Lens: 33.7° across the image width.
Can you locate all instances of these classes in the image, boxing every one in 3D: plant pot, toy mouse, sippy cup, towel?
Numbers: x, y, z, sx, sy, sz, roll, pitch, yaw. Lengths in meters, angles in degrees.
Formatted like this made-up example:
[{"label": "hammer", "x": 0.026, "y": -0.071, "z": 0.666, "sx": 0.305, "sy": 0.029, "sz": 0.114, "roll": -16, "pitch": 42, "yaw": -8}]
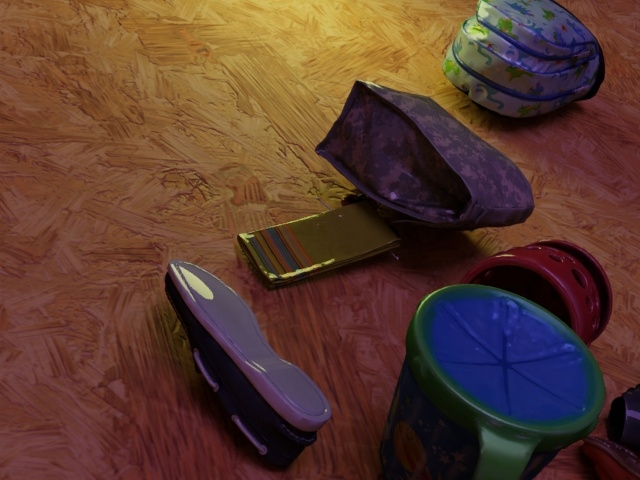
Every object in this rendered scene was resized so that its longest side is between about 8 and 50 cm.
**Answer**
[{"label": "plant pot", "x": 0.305, "y": 0.094, "z": 1.497, "sx": 0.191, "sy": 0.191, "sz": 0.174, "roll": 37, "pitch": 30, "yaw": 19}, {"label": "toy mouse", "x": 0.055, "y": -0.031, "z": 1.652, "sx": 0.143, "sy": 0.031, "sz": 0.161, "roll": 19, "pitch": 37, "yaw": -6}, {"label": "sippy cup", "x": 0.179, "y": 0.209, "z": 1.242, "sx": 0.240, "sy": 0.224, "sz": 0.305, "roll": 40, "pitch": 39, "yaw": 25}, {"label": "towel", "x": 0.000, "y": 0.000, "z": 1.556, "sx": 0.237, "sy": 0.021, "sz": 0.102, "roll": -17, "pitch": 57, "yaw": -31}]

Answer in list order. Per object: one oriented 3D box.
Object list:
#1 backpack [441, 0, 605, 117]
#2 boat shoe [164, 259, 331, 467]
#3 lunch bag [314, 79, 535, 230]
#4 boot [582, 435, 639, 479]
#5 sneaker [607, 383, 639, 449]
[{"label": "backpack", "x": 0.401, "y": -0.378, "z": 2.136, "sx": 0.355, "sy": 0.273, "sz": 0.290, "roll": -32, "pitch": 67, "yaw": -35}, {"label": "boat shoe", "x": -0.112, "y": 0.143, "z": 1.285, "sx": 0.114, "sy": 0.091, "sz": 0.302, "roll": 11, "pitch": 30, "yaw": -49}, {"label": "lunch bag", "x": 0.178, "y": -0.106, "z": 1.664, "sx": 0.287, "sy": 0.169, "sz": 0.235, "roll": 41, "pitch": 22, "yaw": 27}, {"label": "boot", "x": 0.377, "y": 0.307, "z": 1.365, "sx": 0.059, "sy": 0.085, "sz": 0.158, "roll": 19, "pitch": 7, "yaw": -20}, {"label": "sneaker", "x": 0.472, "y": 0.215, "z": 1.512, "sx": 0.118, "sy": 0.083, "sz": 0.222, "roll": 19, "pitch": 37, "yaw": -4}]
